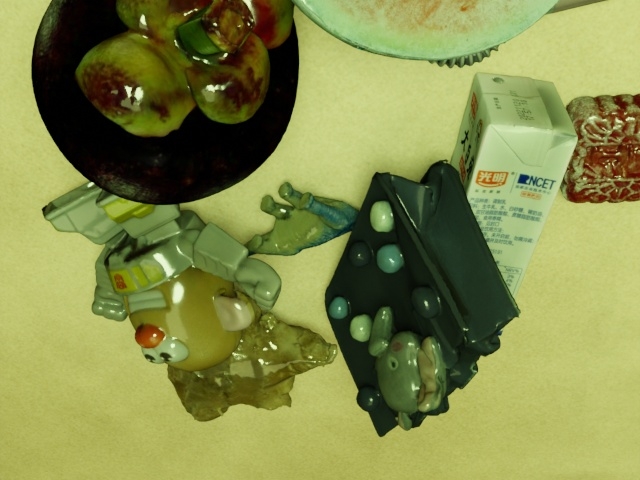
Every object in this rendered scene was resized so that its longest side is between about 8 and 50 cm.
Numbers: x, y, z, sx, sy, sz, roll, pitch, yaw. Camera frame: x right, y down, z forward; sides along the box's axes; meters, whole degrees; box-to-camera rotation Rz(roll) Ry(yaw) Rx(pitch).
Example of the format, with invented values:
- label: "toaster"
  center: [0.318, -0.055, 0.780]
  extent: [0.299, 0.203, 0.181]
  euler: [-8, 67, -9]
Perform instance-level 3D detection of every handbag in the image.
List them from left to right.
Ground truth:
- label: "handbag"
  center: [0.102, 0.096, 0.891]
  extent: [0.119, 0.269, 0.325]
  euler: [-9, 148, -19]

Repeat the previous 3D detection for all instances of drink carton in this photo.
- label: "drink carton"
  center: [0.206, -0.037, 0.909]
  extent: [0.107, 0.130, 0.314]
  euler: [6, 129, -3]

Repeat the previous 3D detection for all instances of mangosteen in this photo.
- label: "mangosteen"
  center: [-0.134, -0.171, 0.709]
  extent: [0.275, 0.274, 0.302]
  euler: [32, 164, -20]

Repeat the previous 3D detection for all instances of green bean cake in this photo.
- label: "green bean cake"
  center: [0.361, -0.108, 0.888]
  extent: [0.135, 0.056, 0.135]
  euler: [-1, 128, 6]

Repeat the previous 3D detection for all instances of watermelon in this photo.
- label: "watermelon"
  center: [0.095, -0.265, 0.666]
  extent: [0.322, 0.175, 0.188]
  euler: [-31, 109, -9]

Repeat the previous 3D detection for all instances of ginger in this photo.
- label: "ginger"
  center: [-0.104, 0.163, 1.093]
  extent: [0.270, 0.123, 0.218]
  euler: [-18, 108, 12]

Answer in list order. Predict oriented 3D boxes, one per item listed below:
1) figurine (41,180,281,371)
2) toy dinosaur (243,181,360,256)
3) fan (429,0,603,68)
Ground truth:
- label: "figurine"
  center: [-0.200, 0.042, 0.949]
  extent: [0.343, 0.167, 0.284]
  euler: [12, 135, 55]
- label: "toy dinosaur"
  center: [0.000, 0.000, 0.998]
  extent: [0.188, 0.075, 0.248]
  euler: [28, 124, -34]
- label: "fan"
  center: [0.200, -0.260, 0.774]
  extent: [0.245, 0.074, 0.130]
  euler: [-11, 116, 6]
